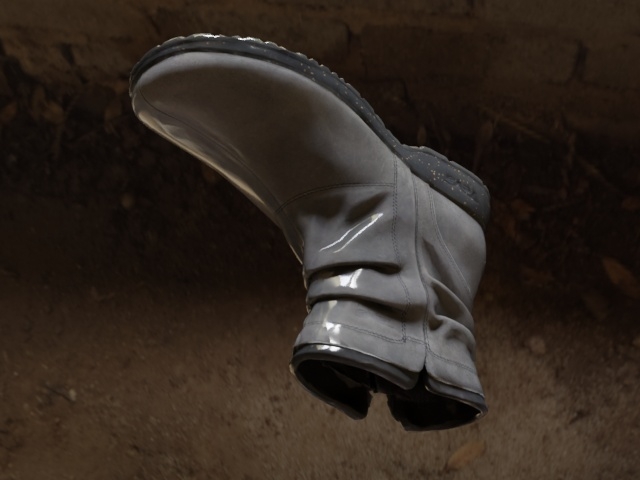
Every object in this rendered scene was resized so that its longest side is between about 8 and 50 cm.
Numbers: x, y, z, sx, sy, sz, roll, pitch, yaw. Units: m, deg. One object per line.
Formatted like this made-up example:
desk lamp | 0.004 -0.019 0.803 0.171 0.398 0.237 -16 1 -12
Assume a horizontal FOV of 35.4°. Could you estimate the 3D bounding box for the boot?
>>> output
boot | 0.000 0.000 0.751 0.338 0.118 0.223 24 52 -20
